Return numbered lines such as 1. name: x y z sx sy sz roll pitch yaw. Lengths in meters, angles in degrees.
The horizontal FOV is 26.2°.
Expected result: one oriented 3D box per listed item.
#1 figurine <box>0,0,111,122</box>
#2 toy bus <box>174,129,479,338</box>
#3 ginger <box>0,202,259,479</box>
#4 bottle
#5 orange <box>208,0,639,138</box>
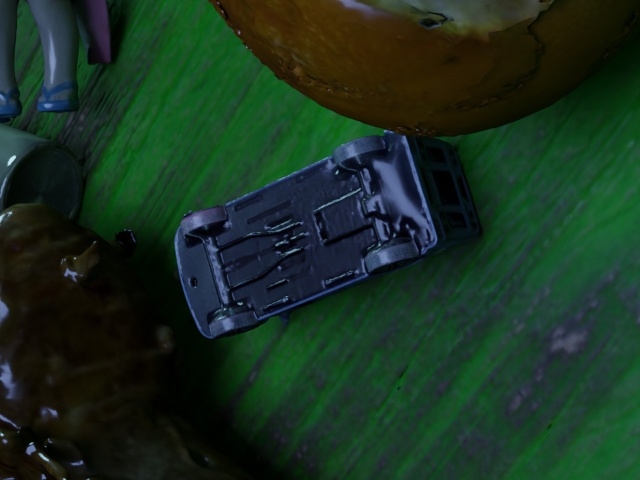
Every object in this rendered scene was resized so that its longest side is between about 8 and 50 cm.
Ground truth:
1. figurine: -0.214 -0.206 0.889 0.205 0.103 0.260 -4 93 12
2. toy bus: 0.000 0.000 0.760 0.167 0.076 0.073 -22 79 33
3. ginger: -0.128 0.131 0.791 0.418 0.176 0.254 38 128 35
4. bottle: -0.257 -0.057 0.953 0.201 0.072 0.072 19 103 35
5. orange: 0.051 -0.167 0.626 0.240 0.240 0.240 1 92 37
